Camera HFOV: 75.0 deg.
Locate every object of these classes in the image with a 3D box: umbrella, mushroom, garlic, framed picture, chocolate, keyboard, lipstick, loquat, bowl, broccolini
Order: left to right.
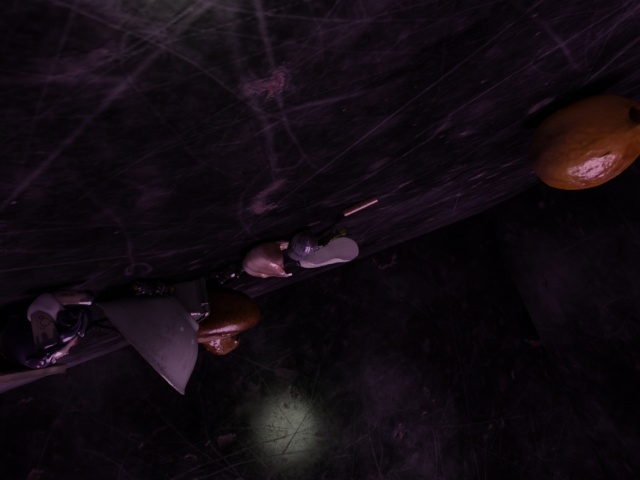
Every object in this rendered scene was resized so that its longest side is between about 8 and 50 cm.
[{"bbox_3d":[-0.644,0.221,0.743,0.241,0.020,0.324,11,166,-5],"label":"framed picture"},{"bbox_3d":[-0.608,0.304,1.346,0.251,0.017,0.087,21,155,-26],"label":"keyboard"},{"bbox_3d":[-0.406,0.115,1.011,0.037,0.040,0.144,4,172,13],"label":"umbrella"},{"bbox_3d":[-0.403,0.228,1.065,0.146,0.313,0.313,-45,-178,-25],"label":"bowl"},{"bbox_3d":[-0.375,0.296,1.479,0.346,0.259,0.345,-9,178,0],"label":"mushroom"},{"bbox_3d":[-0.150,0.058,1.134,0.124,0.098,0.174,-1,163,-27],"label":"garlic"},{"bbox_3d":[-0.054,0.015,1.178,0.072,0.072,0.167,-19,174,-20],"label":"chocolate"},{"bbox_3d":[0.004,-0.002,1.244,0.123,0.062,0.271,-35,-177,-21],"label":"broccolini"},{"bbox_3d":[0.104,-0.090,1.081,0.094,0.018,0.019,-24,172,17],"label":"lipstick"},{"bbox_3d":[0.584,-0.213,0.919,0.239,0.193,0.238,-27,179,0],"label":"loquat"}]

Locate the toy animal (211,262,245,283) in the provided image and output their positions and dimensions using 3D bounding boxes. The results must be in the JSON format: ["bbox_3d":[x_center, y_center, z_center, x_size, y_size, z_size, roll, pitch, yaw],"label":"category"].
[{"bbox_3d":[-0.248,0.087,1.232,0.136,0.047,0.065,-24,177,4],"label":"toy animal"}]

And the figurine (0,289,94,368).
[{"bbox_3d":[-0.534,0.173,0.787,0.222,0.145,0.145,-34,167,33],"label":"figurine"}]

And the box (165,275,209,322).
[{"bbox_3d":[-0.401,0.185,1.238,0.093,0.123,0.172,-5,163,-32],"label":"box"}]

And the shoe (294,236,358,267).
[{"bbox_3d":[0.021,0.048,1.552,0.265,0.094,0.110,-7,170,-43],"label":"shoe"}]
